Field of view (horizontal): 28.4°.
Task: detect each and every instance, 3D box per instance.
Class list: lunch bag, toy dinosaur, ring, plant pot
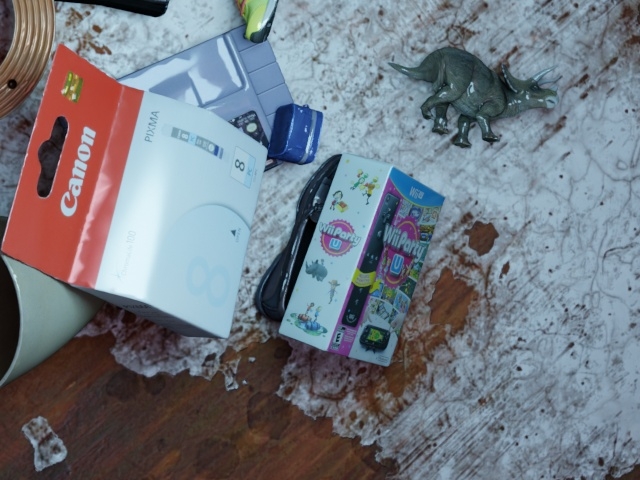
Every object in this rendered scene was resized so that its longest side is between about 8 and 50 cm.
[{"bbox_3d":[-0.034,-0.169,1.989,0.065,0.067,0.098,16,82,-28],"label":"lunch bag"},{"bbox_3d":[0.241,-0.256,2.135,0.314,0.121,0.160,19,75,-17],"label":"toy dinosaur"},{"bbox_3d":[-0.549,-0.316,1.816,0.337,0.032,0.336,0,93,-6],"label":"ring"},{"bbox_3d":[-0.432,0.073,1.800,0.274,0.257,0.256,-15,103,-61],"label":"plant pot"}]

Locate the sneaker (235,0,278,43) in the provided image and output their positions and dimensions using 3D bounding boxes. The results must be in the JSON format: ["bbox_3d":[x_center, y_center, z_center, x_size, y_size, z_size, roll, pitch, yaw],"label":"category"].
[{"bbox_3d":[-0.113,-0.392,1.967,0.094,0.081,0.208,8,56,-11],"label":"sneaker"}]

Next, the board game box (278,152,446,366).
[{"bbox_3d":[0.073,0.036,2.030,0.224,0.098,0.303,22,85,-60],"label":"board game box"}]

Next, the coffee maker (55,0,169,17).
[{"bbox_3d":[-0.321,-0.385,1.902,0.178,0.120,0.171,7,117,-20],"label":"coffee maker"}]

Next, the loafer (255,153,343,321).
[{"bbox_3d":[0.000,0.000,2.055,0.109,0.095,0.302,30,84,-21],"label":"loafer"}]

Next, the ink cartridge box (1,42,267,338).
[{"bbox_3d":[-0.243,-0.062,1.773,0.385,0.091,0.308,32,64,-49],"label":"ink cartridge box"}]

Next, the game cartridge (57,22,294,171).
[{"bbox_3d":[-0.209,-0.175,1.982,0.355,0.068,0.230,-27,99,-17],"label":"game cartridge"}]
